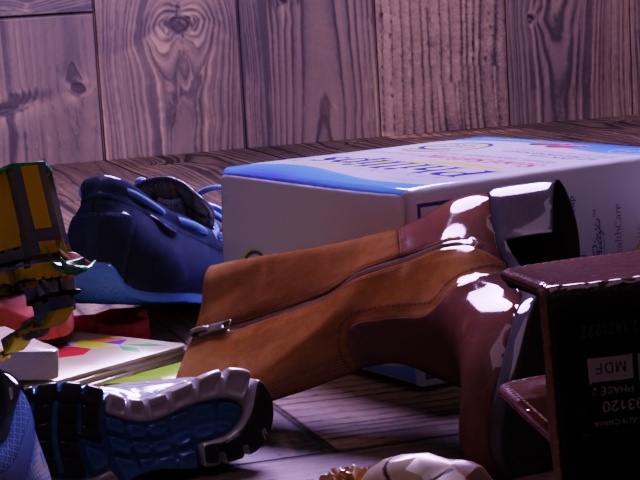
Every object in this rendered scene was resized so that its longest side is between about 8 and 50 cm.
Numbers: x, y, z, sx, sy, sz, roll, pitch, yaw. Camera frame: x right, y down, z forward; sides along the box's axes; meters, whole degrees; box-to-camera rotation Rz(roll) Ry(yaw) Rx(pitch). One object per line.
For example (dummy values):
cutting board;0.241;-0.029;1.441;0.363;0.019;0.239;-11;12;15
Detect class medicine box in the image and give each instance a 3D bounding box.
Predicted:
medicine box;0.109;0.006;1.469;0.289;0.149;0.263;-8;10;-34

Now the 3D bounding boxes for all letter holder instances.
letter holder;0.246;0.069;0.949;0.301;0.152;0.214;-6;6;-5

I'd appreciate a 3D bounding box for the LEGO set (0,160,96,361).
LEGO set;-0.281;0.090;1.026;0.331;0.192;0.255;-18;-7;34

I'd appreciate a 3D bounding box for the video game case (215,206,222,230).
video game case;0.000;0.000;1.774;0.193;0.023;0.212;14;-3;-35

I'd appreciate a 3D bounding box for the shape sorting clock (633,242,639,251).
shape sorting clock;0.307;0.030;1.298;0.206;0.040;0.206;-20;34;14

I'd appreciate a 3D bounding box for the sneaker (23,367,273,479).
sneaker;-0.129;0.119;1.124;0.190;0.071;0.083;-2;-3;-30

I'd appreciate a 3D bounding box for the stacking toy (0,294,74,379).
stacking toy;-0.332;0.016;1.354;0.309;0.130;0.279;-3;11;-17

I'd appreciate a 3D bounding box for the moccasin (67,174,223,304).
moccasin;-0.127;-0.002;1.604;0.137;0.117;0.342;-1;-2;7

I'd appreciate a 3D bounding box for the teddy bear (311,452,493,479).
teddy bear;-0.037;0.154;0.666;0.338;0.113;0.245;-7;11;-22

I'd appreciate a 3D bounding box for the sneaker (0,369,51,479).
sneaker;-0.231;0.129;0.777;0.129;0.147;0.330;1;10;26

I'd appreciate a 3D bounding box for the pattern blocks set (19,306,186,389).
pattern blocks set;-0.198;0.099;1.370;0.325;0.026;0.285;-10;11;-42

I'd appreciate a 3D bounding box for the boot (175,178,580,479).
boot;0.021;0.072;1.179;0.280;0.096;0.264;-14;41;20
